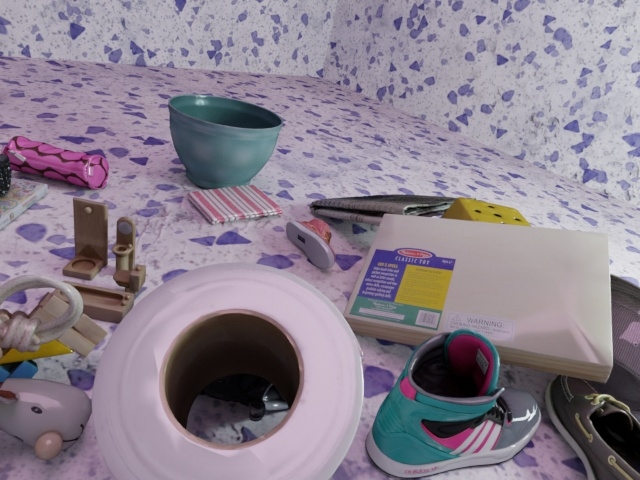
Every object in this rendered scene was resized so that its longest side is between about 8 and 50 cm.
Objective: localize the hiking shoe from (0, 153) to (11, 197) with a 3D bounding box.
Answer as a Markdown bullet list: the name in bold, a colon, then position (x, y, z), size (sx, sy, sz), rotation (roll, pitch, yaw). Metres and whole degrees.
- **hiking shoe**: position (-0.663, -0.110, 0.872), size (0.114, 0.086, 0.227), rotation (11, 28, -12)

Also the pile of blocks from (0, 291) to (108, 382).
- **pile of blocks**: position (-0.459, 0.135, 0.565), size (0.361, 0.149, 0.112), rotation (4, -4, -33)

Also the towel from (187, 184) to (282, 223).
- **towel**: position (-0.210, -0.088, 1.168), size (0.197, 0.029, 0.144), rotation (-12, 36, -35)

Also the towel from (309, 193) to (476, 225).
- **towel**: position (0.188, -0.082, 1.221), size (0.312, 0.056, 0.324), rotation (-9, 11, -40)

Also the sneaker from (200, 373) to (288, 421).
- **sneaker**: position (-0.065, 0.156, 0.703), size (0.153, 0.101, 0.268), rotation (26, 35, 20)

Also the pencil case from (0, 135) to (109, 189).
- **pencil case**: position (-0.600, -0.175, 1.078), size (0.209, 0.095, 0.098), rotation (11, -9, -1)

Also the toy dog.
- **toy dog**: position (-0.387, 0.156, 0.420), size (0.333, 0.220, 0.161), rotation (3, 23, -25)

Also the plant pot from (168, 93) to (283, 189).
- **plant pot**: position (-0.261, -0.251, 1.262), size (0.292, 0.196, 0.293), rotation (12, 27, -6)

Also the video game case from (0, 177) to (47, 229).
- **video game case**: position (-0.702, -0.085, 0.930), size (0.226, 0.026, 0.206), rotation (11, 28, -7)

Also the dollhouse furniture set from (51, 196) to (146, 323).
- **dollhouse furniture set**: position (-0.362, 0.028, 0.769), size (0.143, 0.123, 0.151), rotation (12, 27, -4)

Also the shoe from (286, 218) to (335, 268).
- **shoe**: position (0.000, 0.000, 1.055), size (0.081, 0.064, 0.178), rotation (-12, 32, -32)

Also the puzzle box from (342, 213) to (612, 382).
- **puzzle box**: position (0.270, 0.075, 0.828), size (0.408, 0.052, 0.272), rotation (7, 48, 24)

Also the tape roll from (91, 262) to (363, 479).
- **tape roll**: position (-0.087, 0.168, 0.493), size (0.245, 0.169, 0.246), rotation (3, 53, -4)

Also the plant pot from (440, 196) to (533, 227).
- **plant pot**: position (0.354, 0.026, 1.041), size (0.212, 0.187, 0.212), rotation (11, 28, -5)

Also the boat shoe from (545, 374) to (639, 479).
- **boat shoe**: position (0.416, 0.281, 0.680), size (0.109, 0.091, 0.305), rotation (16, 22, 1)

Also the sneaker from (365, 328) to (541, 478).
- **sneaker**: position (0.211, 0.205, 0.646), size (0.295, 0.179, 0.124), rotation (-2, 31, -28)

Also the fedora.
- **fedora**: position (0.508, 0.191, 0.823), size (0.124, 0.244, 0.275), rotation (-30, 48, -14)
